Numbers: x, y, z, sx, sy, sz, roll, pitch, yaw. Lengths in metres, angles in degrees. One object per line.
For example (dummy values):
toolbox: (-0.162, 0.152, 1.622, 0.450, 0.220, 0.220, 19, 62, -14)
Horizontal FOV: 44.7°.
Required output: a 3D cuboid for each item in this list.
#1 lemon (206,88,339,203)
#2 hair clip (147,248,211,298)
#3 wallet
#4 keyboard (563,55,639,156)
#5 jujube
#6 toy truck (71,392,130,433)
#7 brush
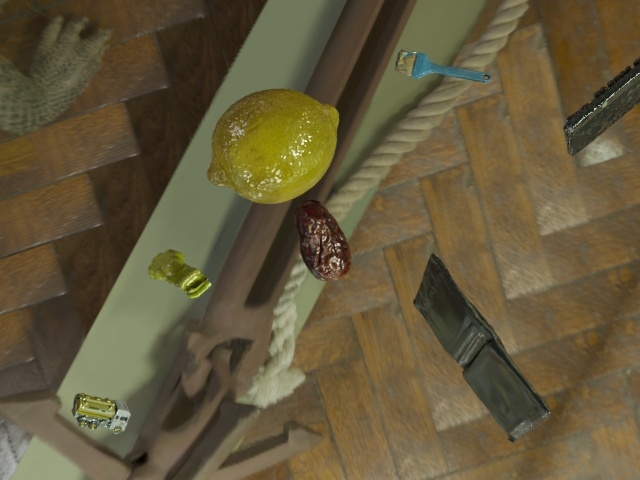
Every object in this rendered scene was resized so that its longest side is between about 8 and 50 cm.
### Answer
lemon: (-0.078, -0.158, 1.290, 0.244, 0.187, 0.186, -24, 98, 1)
hair clip: (-0.264, 0.057, 1.406, 0.072, 0.173, 0.046, -40, 123, -16)
wallet: (0.269, 0.193, 1.356, 0.041, 0.247, 0.323, -28, 69, -12)
keyboard: (0.336, -0.166, 0.836, 0.195, 0.060, 0.018, -38, 53, -9)
jujube: (0.000, 0.000, 1.165, 0.077, 0.077, 0.129, -23, 108, 1)
toy truck: (-0.454, 0.354, 1.607, 0.123, 0.052, 0.062, 22, 103, -36)
brush: (0.209, -0.290, 1.321, 0.164, 0.014, 0.051, 12, 65, 7)
